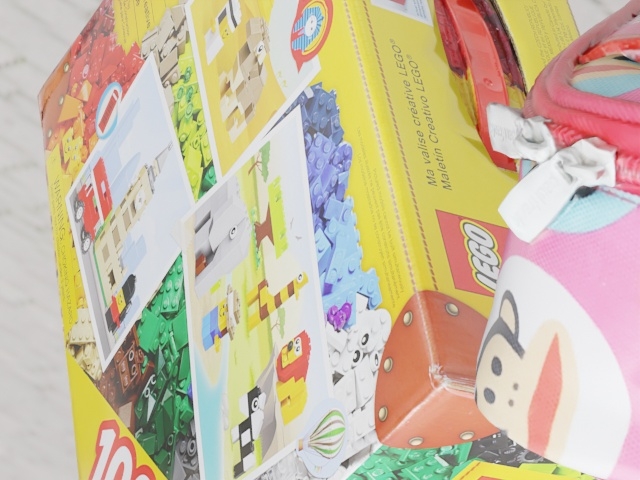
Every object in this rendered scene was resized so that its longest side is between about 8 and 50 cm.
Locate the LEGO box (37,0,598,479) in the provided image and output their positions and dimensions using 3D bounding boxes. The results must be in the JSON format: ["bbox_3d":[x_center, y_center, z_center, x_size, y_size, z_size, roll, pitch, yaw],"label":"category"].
[{"bbox_3d":[0.000,0.000,1.242,0.193,0.500,0.372,14,136,-31],"label":"LEGO box"}]

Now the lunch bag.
[{"bbox_3d":[0.188,0.023,0.468,0.293,0.120,0.258,15,-161,18],"label":"lunch bag"}]
